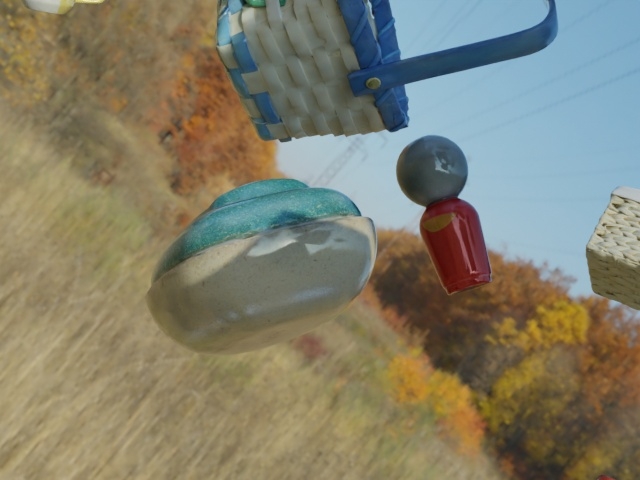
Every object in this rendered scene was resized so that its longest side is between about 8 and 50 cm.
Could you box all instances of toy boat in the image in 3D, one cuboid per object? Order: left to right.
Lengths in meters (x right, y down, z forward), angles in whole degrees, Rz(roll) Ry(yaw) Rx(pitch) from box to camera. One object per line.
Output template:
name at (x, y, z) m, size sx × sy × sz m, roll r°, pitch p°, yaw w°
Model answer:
toy boat at (0.000, 0.000, 0.861) m, size 0.267 × 0.318 × 0.148 m, roll 140°, pitch -65°, yaw -66°

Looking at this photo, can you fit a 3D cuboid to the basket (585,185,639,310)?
basket at (0.406, 0.024, 1.158) m, size 0.167 × 0.103 × 0.113 m, roll 22°, pitch -26°, yaw 35°

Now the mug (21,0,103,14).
mug at (-0.232, -0.233, 0.869) m, size 0.078 × 0.064 × 0.062 m, roll 13°, pitch 13°, yaw 5°

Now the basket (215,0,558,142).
basket at (0.051, -0.221, 0.895) m, size 0.201 × 0.288 × 0.255 m, roll 69°, pitch 10°, yaw -46°

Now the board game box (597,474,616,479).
board game box at (0.187, 0.311, 0.776) m, size 0.027 × 0.145 × 0.281 m, roll 19°, pitch -36°, yaw 18°
